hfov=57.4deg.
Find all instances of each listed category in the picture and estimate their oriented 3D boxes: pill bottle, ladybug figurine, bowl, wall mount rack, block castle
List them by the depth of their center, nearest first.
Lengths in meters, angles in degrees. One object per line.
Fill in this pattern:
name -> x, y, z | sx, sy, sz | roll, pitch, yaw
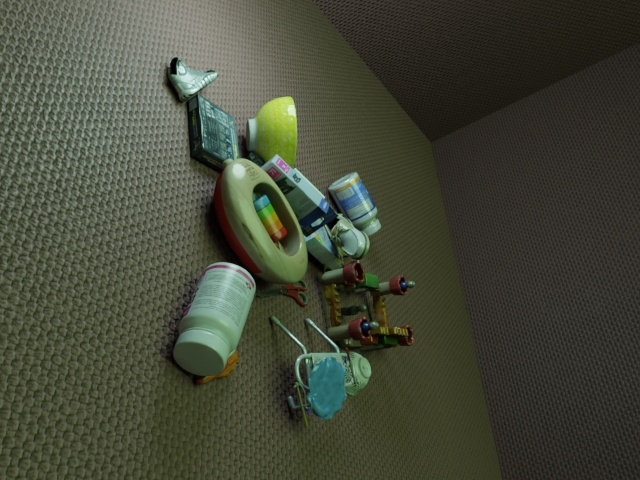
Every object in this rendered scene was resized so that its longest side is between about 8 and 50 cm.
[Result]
pill bottle -> -0.280, 0.206, 1.553 | 0.160, 0.160, 0.283 | 51, 31, -27
ladybug figurine -> -0.205, -0.052, 1.882 | 0.449, 0.162, 0.305 | 63, 28, -8
wall mount rack -> -0.030, 0.386, 1.907 | 0.350, 0.130, 0.304 | 16, 59, -56
bowl -> -0.190, -0.382, 2.140 | 0.156, 0.289, 0.289 | -2, 63, -14
bowl -> 0.135, 0.480, 2.162 | 0.170, 0.080, 0.170 | 39, 39, -41
block castle -> 0.215, 0.264, 2.283 | 0.453, 0.212, 0.303 | 20, 61, -54
pill bottle -> 0.161, -0.154, 2.621 | 0.272, 0.152, 0.152 | 60, 28, -13

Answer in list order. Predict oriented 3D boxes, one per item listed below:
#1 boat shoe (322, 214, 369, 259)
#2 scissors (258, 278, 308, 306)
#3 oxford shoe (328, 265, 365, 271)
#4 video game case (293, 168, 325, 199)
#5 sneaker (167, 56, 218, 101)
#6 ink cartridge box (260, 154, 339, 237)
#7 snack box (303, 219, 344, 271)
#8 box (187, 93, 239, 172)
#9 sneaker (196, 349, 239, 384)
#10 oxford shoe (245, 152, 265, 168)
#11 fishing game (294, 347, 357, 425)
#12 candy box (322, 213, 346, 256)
boat shoe -> 0.087, -0.017, 2.214 | 0.103, 0.113, 0.302 | 21, 12, -25
scissors -> -0.129, 0.164, 2.010 | 0.297, 0.021, 0.109 | 19, 56, -54
oxford shoe -> 0.105, 0.142, 2.391 | 0.212, 0.076, 0.076 | 7, 101, -49
video game case -> -0.062, -0.203, 2.212 | 0.157, 0.143, 0.019 | 44, 77, -11
sneaker -> -0.435, -0.566, 1.962 | 0.132, 0.086, 0.229 | 54, 31, -18
ink cartridge box -> -0.106, -0.134, 2.035 | 0.311, 0.185, 0.065 | 41, 39, -20
snack box -> 0.000, 0.000, 2.275 | 0.207, 0.070, 0.174 | 41, 24, -38
box -> -0.356, -0.350, 1.959 | 0.183, 0.059, 0.233 | 25, 47, -51
sneaker -> -0.269, 0.347, 1.573 | 0.175, 0.064, 0.067 | -30, 106, -60
oxford shoe -> -0.193, -0.208, 2.094 | 0.227, 0.096, 0.083 | 41, 22, -15
fishing game -> 0.017, 0.448, 1.782 | 0.264, 0.041, 0.189 | -29, 109, -47
candy box -> 0.081, -0.020, 2.485 | 0.109, 0.053, 0.187 | -4, 74, -61
